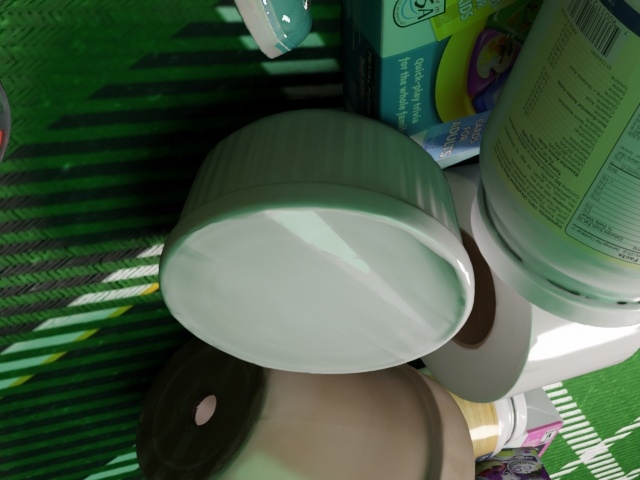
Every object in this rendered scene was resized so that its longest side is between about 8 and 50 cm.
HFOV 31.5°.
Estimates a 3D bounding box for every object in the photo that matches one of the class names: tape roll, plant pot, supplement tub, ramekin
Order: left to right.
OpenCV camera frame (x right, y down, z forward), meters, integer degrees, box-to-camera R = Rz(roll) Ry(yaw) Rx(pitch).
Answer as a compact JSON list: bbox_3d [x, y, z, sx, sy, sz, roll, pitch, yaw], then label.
[{"bbox_3d":[-0.037,0.234,1.252,0.323,0.323,0.280,-40,131,14],"label":"plant pot"},{"bbox_3d":[0.000,0.000,1.006,0.272,0.127,0.273,4,145,3],"label":"ramekin"},{"bbox_3d":[0.161,0.239,1.529,0.199,0.144,0.144,-13,144,-26],"label":"supplement tub"},{"bbox_3d":[0.208,0.033,1.194,0.169,0.246,0.246,-11,143,-28],"label":"tape roll"},{"bbox_3d":[0.267,-0.106,0.912,0.235,0.235,0.325,-12,143,-28],"label":"supplement tub"}]

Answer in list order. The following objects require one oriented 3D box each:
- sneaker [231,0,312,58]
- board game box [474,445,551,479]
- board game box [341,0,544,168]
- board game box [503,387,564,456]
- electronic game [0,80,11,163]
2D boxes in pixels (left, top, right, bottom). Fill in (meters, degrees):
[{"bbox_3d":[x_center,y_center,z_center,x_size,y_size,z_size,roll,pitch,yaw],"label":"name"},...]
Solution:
[{"bbox_3d":[-0.031,-0.243,0.746,0.121,0.108,0.302,-24,146,-3],"label":"sneaker"},{"bbox_3d":[0.137,0.346,1.516,0.346,0.208,0.056,-4,107,-2],"label":"board game box"},{"bbox_3d":[0.184,-0.202,1.007,0.336,0.079,0.254,-22,147,-13],"label":"board game box"},{"bbox_3d":[0.220,0.363,1.795,0.224,0.097,0.303,-9,142,-29],"label":"board game box"},{"bbox_3d":[-0.332,-0.067,0.797,0.229,0.048,0.229,-21,146,-15],"label":"electronic game"}]
